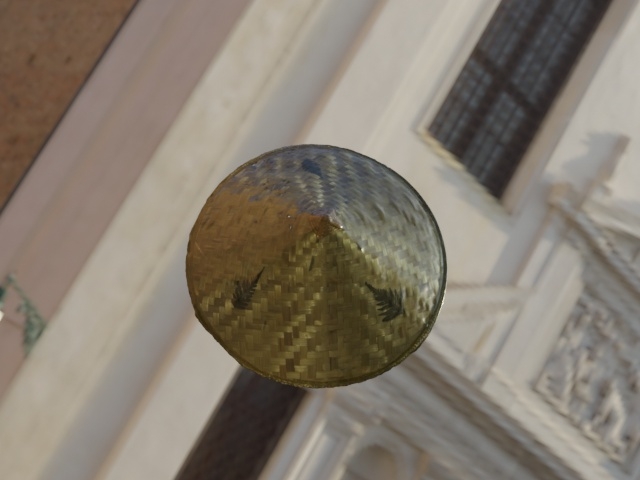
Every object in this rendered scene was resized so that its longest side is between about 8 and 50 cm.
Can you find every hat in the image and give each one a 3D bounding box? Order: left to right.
[{"bbox_3d":[0.000,0.000,0.751,0.146,0.146,0.067,28,-21,8],"label":"hat"}]
